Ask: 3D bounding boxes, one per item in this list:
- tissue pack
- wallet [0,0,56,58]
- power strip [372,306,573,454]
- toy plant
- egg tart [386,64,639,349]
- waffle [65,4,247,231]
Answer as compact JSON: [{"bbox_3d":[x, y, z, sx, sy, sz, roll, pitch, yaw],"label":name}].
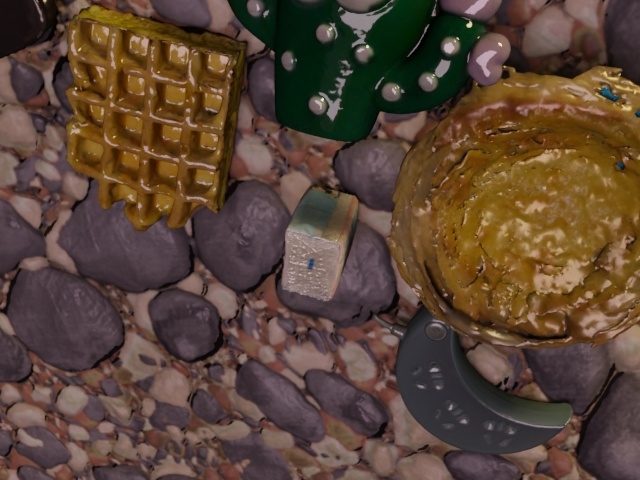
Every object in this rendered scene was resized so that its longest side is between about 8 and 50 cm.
[{"bbox_3d":[0.000,0.000,0.918,0.059,0.094,0.074,12,122,6],"label":"tissue pack"},{"bbox_3d":[-0.365,-0.305,0.876,0.165,0.042,0.309,-18,111,24],"label":"wallet"},{"bbox_3d":[0.142,0.136,0.986,0.137,0.044,0.216,-38,104,29],"label":"power strip"},{"bbox_3d":[0.028,-0.204,0.784,0.233,0.112,0.243,-9,97,26],"label":"toy plant"},{"bbox_3d":[0.193,-0.035,0.849,0.291,0.107,0.290,5,122,8],"label":"egg tart"},{"bbox_3d":[-0.164,-0.103,0.927,0.161,0.055,0.210,16,121,5],"label":"waffle"}]
